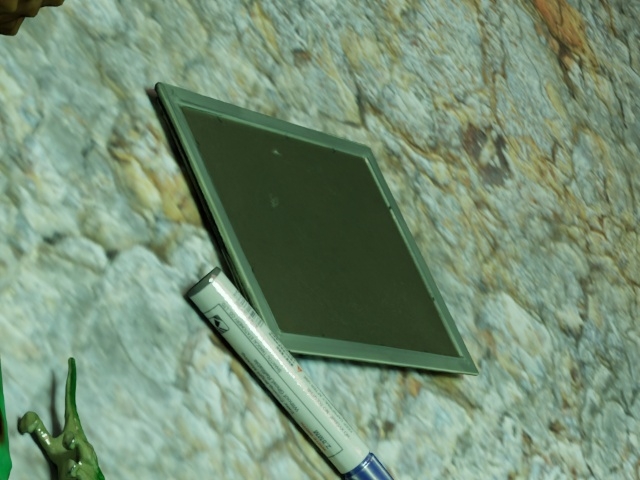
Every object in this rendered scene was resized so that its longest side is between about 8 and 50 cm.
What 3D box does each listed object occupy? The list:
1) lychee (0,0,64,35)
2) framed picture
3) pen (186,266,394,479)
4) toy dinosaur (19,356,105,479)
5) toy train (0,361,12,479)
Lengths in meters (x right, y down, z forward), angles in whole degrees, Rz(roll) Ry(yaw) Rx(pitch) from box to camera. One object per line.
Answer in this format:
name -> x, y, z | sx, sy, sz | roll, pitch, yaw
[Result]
lychee -> -0.199, -0.216, 0.933 | 0.267, 0.267, 0.267 | 41, 28, -27
framed picture -> 0.000, 0.000, 1.299 | 0.252, 0.014, 0.197 | 13, 47, -56
pen -> -0.005, 0.098, 1.153 | 0.204, 0.025, 0.025 | 50, 25, -11
toy dinosaur -> -0.116, 0.108, 0.949 | 0.060, 0.029, 0.120 | 55, 13, -41
toy train -> -0.184, 0.076, 0.588 | 0.249, 0.178, 0.429 | 64, 13, -61
